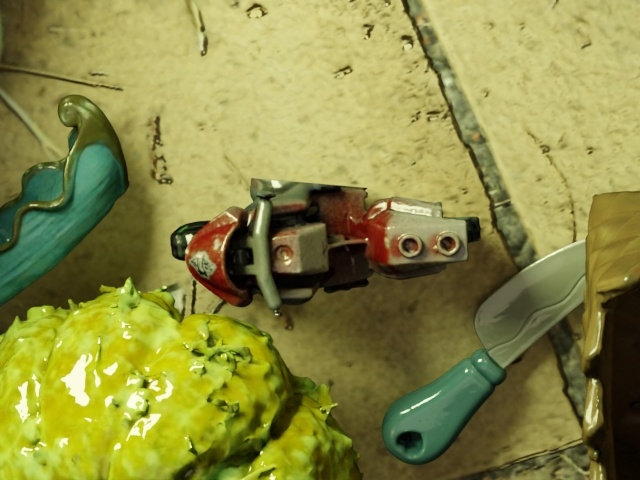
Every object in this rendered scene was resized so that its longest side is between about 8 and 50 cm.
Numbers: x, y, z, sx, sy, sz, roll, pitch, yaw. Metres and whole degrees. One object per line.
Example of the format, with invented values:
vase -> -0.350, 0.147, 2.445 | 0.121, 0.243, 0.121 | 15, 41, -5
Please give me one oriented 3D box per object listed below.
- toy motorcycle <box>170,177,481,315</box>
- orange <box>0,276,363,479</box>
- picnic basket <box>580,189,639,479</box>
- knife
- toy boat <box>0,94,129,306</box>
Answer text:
toy motorcycle -> 0.000, -0.001, 1.245 | 0.213, 0.122, 0.082 | -3, 101, 6
orange -> -0.120, 0.172, 1.285 | 0.300, 0.223, 0.301 | -34, 100, 26
picnic basket -> 0.306, 0.099, 1.151 | 0.291, 0.321, 0.254 | -5, 111, 4
knife -> 0.130, 0.067, 1.316 | 0.058, 0.032, 0.244 | 40, 109, -7
toy boat -> -0.208, -0.022, 1.279 | 0.185, 0.075, 0.077 | -36, 115, 17
